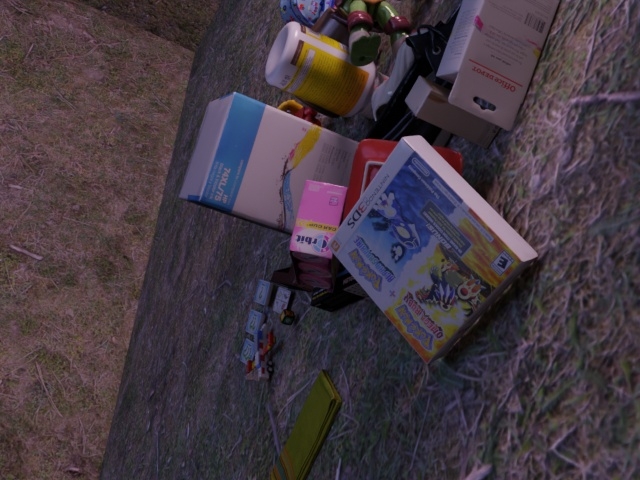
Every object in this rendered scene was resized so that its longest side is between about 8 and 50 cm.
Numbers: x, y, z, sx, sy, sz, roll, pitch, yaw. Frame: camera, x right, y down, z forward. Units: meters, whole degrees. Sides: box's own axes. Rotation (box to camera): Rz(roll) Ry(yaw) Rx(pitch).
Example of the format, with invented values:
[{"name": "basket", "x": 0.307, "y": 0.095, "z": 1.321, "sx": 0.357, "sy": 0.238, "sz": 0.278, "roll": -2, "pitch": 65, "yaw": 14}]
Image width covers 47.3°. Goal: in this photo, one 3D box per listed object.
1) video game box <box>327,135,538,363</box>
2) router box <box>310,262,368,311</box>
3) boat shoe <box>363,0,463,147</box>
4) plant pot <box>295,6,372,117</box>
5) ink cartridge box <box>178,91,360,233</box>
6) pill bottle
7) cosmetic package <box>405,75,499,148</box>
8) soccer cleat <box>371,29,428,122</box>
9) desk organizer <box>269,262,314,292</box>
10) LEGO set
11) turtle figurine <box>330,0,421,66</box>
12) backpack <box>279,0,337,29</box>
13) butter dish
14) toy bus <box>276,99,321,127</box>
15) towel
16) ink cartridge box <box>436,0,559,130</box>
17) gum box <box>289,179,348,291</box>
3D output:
[{"name": "video game box", "x": 0.122, "y": 0.011, "z": 0.873, "sx": 0.205, "sy": 0.048, "sz": 0.187, "roll": 49, "pitch": 128, "yaw": 22}, {"name": "router box", "x": 0.050, "y": 0.031, "z": 1.178, "sx": 0.179, "sy": 0.046, "sz": 0.133, "roll": -33, "pitch": 42, "yaw": 57}, {"name": "boat shoe", "x": 0.164, "y": -0.252, "z": 1.059, "sx": 0.340, "sy": 0.113, "sz": 0.127, "roll": -61, "pitch": 22, "yaw": 22}, {"name": "plant pot", "x": 0.019, "y": -0.361, "z": 1.459, "sx": 0.165, "sy": 0.166, "sz": 0.167, "roll": -50, "pitch": 28, "yaw": 24}, {"name": "ink cartridge box", "x": -0.088, "y": -0.124, "z": 1.340, "sx": 0.198, "sy": 0.269, "sz": 0.197, "roll": 13, "pitch": 85, "yaw": 69}, {"name": "pill bottle", "x": 0.017, "y": -0.297, "z": 1.312, "sx": 0.117, "sy": 0.214, "sz": 0.117, "roll": -50, "pitch": 29, "yaw": 41}, {"name": "cosmetic package", "x": 0.174, "y": -0.169, "z": 0.960, "sx": 0.041, "sy": 0.115, "sz": 0.060, "roll": -60, "pitch": 24, "yaw": 24}, {"name": "soccer cleat", "x": 0.141, "y": -0.263, "z": 1.200, "sx": 0.196, "sy": 0.068, "sz": 0.076, "roll": 129, "pitch": 148, "yaw": -55}, {"name": "desk organizer", "x": -0.048, "y": 0.065, "z": 1.387, "sx": 0.130, "sy": 0.047, "sz": 0.050, "roll": -1, "pitch": 68, "yaw": 67}, {"name": "LEGO set", "x": -0.121, "y": 0.174, "z": 1.455, "sx": 0.244, "sy": 0.060, "sz": 0.183, "roll": 9, "pitch": 84, "yaw": 68}, {"name": "turtle figurine", "x": 0.105, "y": -0.439, "z": 1.238, "sx": 0.274, "sy": 0.197, "sz": 0.267, "roll": -27, "pitch": 59, "yaw": 28}, {"name": "backpack", "x": 0.007, "y": -0.516, "z": 1.586, "sx": 0.117, "sy": 0.173, "sz": 0.158, "roll": 0, "pitch": 71, "yaw": 67}, {"name": "butter dish", "x": 0.124, "y": -0.046, "z": 0.985, "sx": 0.159, "sy": 0.118, "sz": 0.160, "roll": 12, "pitch": 95, "yaw": 32}, {"name": "toy bus", "x": -0.076, "y": -0.231, "z": 1.602, "sx": 0.211, "sy": 0.149, "sz": 0.220, "roll": -37, "pitch": 34, "yaw": 33}, {"name": "towel", "x": -0.035, "y": 0.327, "z": 1.161, "sx": 0.237, "sy": 0.021, "sz": 0.102, "roll": -65, "pitch": 23, "yaw": 12}, {"name": "ink cartridge box", "x": 0.219, "y": -0.241, "z": 0.930, "sx": 0.182, "sy": 0.104, "sz": 0.061, "roll": -70, "pitch": 21, "yaw": 0}, {"name": "gum box", "x": 0.000, "y": 0.000, "z": 1.081, "sx": 0.188, "sy": 0.062, "sz": 0.107, "roll": 85, "pitch": -163, "yaw": -71}]
